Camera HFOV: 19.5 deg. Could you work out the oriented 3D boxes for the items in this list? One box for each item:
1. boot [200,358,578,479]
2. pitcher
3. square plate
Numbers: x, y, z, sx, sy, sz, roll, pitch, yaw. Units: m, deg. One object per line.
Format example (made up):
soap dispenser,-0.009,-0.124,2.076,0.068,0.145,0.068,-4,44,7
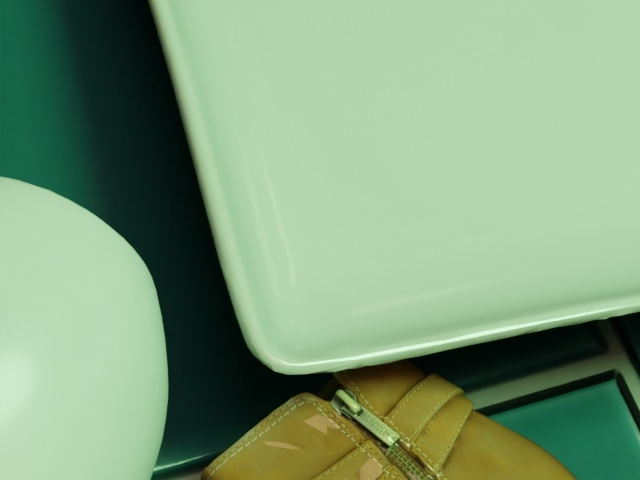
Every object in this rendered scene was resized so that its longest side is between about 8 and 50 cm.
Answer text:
boot,0.016,0.128,0.610,0.152,0.073,0.197,43,47,7
pitcher,-0.108,0.100,0.567,0.178,0.125,0.207,42,52,-31
square plate,0.085,-0.107,0.756,0.344,0.049,0.347,-7,58,-21
